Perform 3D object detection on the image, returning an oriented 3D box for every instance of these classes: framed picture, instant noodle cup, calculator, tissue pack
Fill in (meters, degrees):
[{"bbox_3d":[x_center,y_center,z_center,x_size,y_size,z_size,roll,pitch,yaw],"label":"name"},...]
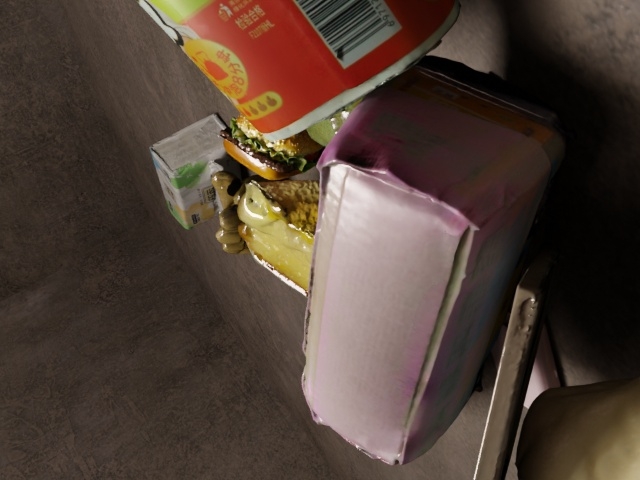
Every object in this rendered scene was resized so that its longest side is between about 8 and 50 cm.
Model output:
[{"bbox_3d":[0.158,0.125,0.661,0.024,0.231,0.315,14,-172,18],"label":"framed picture"},{"bbox_3d":[-0.052,-0.264,0.639,0.307,0.294,0.294,52,168,-22],"label":"instant noodle cup"},{"bbox_3d":[0.235,0.136,0.944,0.100,0.032,0.175,35,151,57],"label":"calculator"},{"bbox_3d":[-0.240,-0.122,1.693,0.145,0.159,0.229,52,162,24],"label":"tissue pack"}]

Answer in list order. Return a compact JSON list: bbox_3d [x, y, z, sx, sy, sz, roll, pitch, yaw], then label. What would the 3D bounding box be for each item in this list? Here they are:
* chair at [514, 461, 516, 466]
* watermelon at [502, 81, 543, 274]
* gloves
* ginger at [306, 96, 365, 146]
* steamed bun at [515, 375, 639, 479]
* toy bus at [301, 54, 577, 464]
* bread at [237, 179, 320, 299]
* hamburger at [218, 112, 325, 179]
[{"bbox_3d":[0.302,0.490,1.152,0.319,0.160,0.186,58,158,10],"label":"chair"},{"bbox_3d":[0.142,-0.050,0.793,0.193,0.140,0.256,48,154,13],"label":"watermelon"},{"bbox_3d":[-0.122,-0.045,1.516,0.331,0.141,0.154,101,163,-80],"label":"gloves"},{"bbox_3d":[-0.005,-0.182,1.024,0.290,0.089,0.137,42,-177,34],"label":"ginger"},{"bbox_3d":[0.297,0.218,0.532,0.203,0.276,0.289,132,132,-62],"label":"steamed bun"},{"bbox_3d":[0.074,0.045,0.724,0.171,0.162,0.386,31,140,24],"label":"toy bus"},{"bbox_3d":[0.000,-0.008,1.225,0.252,0.133,0.174,34,148,19],"label":"bread"},{"bbox_3d":[-0.051,-0.146,1.132,0.137,0.166,0.087,33,115,14],"label":"hamburger"}]
